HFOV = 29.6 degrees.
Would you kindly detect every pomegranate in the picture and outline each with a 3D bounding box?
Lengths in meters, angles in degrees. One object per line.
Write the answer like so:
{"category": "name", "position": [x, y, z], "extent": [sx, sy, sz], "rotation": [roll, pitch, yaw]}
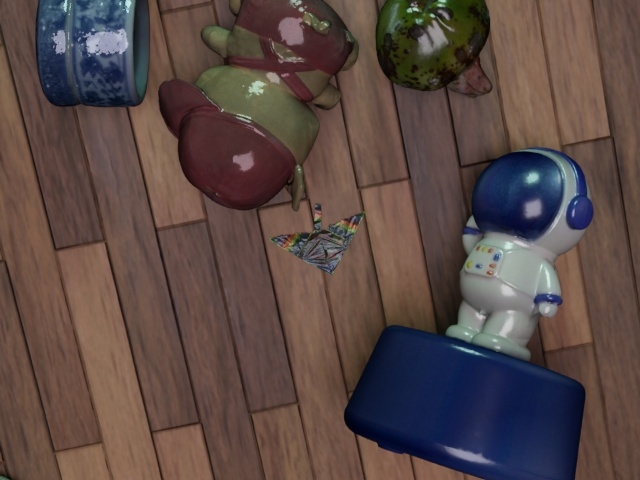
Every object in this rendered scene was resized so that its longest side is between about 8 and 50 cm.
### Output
{"category": "pomegranate", "position": [0.140, -0.222, 1.371], "extent": [0.163, 0.125, 0.138], "rotation": [40, 84, -9]}

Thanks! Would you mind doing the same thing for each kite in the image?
{"category": "kite", "position": [0.000, 0.000, 1.469], "extent": [0.122, 0.004, 0.090], "rotation": [-11, 102, 0]}

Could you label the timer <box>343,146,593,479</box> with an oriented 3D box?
{"category": "timer", "position": [0.204, 0.076, 1.393], "extent": [0.270, 0.270, 0.384], "rotation": [17, 84, -5]}

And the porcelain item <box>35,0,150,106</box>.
{"category": "porcelain item", "position": [-0.254, -0.222, 1.347], "extent": [0.114, 0.147, 0.147], "rotation": [1, 101, 0]}

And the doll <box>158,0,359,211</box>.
{"category": "doll", "position": [-0.072, -0.161, 1.364], "extent": [0.196, 0.152, 0.256], "rotation": [23, 83, 26]}

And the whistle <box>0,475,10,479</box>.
{"category": "whistle", "position": [-0.425, 0.298, 1.484], "extent": [0.104, 0.057, 0.198], "rotation": [-16, 102, 0]}
